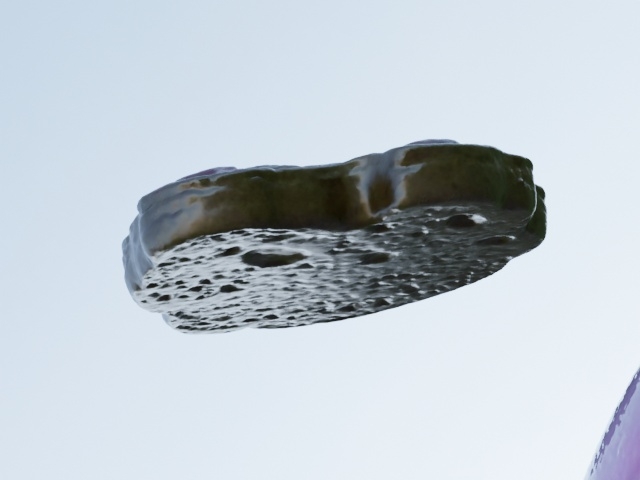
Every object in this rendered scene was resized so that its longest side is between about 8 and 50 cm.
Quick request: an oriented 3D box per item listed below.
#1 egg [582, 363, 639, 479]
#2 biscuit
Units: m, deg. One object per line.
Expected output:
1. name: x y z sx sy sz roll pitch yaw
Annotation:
1. egg: 0.178 0.065 0.424 0.196 0.196 0.271 2 -49 -44
2. biscuit: 0.000 0.000 1.313 0.359 0.074 0.381 -19 -20 23
